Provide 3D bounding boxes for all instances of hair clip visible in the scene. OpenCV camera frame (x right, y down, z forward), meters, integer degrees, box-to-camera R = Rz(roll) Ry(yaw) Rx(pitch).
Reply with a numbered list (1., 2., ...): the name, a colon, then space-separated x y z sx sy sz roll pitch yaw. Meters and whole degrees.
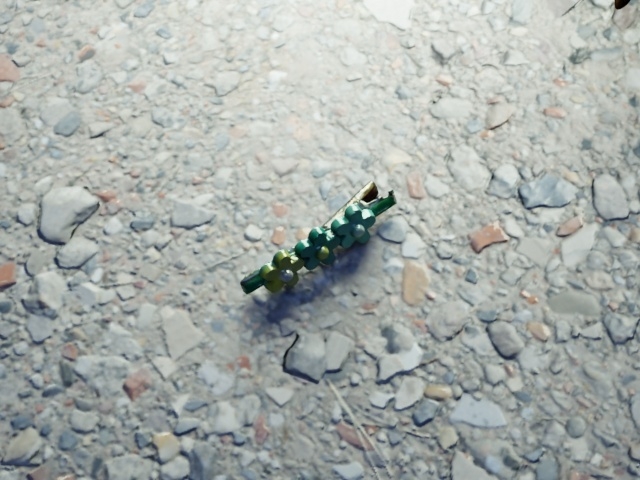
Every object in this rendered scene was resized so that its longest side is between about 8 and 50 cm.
1. hair clip: 0.000 0.000 1.382 0.173 0.049 0.049 -36 65 -14

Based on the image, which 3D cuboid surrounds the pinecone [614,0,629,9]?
1. pinecone: 0.424 -0.322 1.327 0.398 0.397 0.397 -3 63 5
